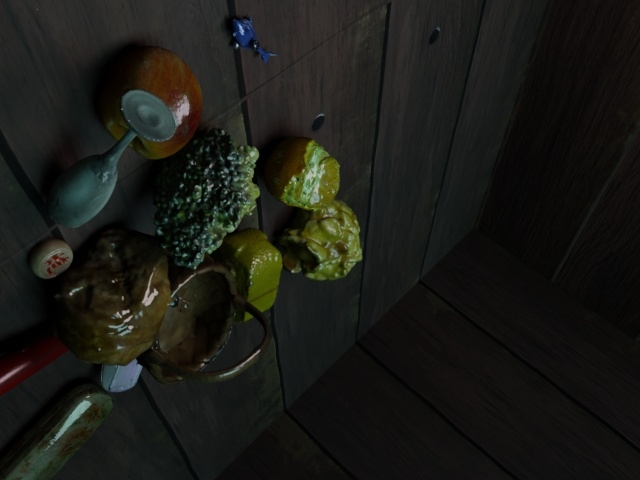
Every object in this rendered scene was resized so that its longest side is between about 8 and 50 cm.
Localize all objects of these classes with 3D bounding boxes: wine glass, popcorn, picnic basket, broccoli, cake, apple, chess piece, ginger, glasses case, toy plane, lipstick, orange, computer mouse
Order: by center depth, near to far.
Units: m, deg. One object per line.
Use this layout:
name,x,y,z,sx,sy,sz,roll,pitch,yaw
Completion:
wine glass,-0.422,-0.194,1.122,0.310,0.264,0.096,-34,-172,38
apple,-0.297,-0.246,1.195,0.195,0.160,0.173,89,23,-65
chess piece,-0.530,0.036,1.299,0.084,0.038,0.083,-41,153,-26
toy plane,-0.138,-0.411,1.355,0.167,0.054,0.062,34,69,-66
lipstick,-0.618,0.253,1.362,0.280,0.073,0.073,-40,157,-52
ginger,-0.428,0.135,1.394,0.269,0.201,0.223,-56,168,-37
broccoli,-0.224,-0.083,1.416,0.288,0.248,0.246,-54,150,4
picnic basket,-0.281,0.219,1.590,0.293,0.337,0.337,-34,151,-40
glasses case,-0.696,0.531,1.642,0.425,0.098,0.156,-47,152,-9
computer mouse,-0.486,0.274,1.690,0.126,0.056,0.245,5,110,-60
orange,-0.057,-0.177,1.697,0.237,0.159,0.179,7,106,-64
cake,-0.211,0.085,1.776,0.156,0.179,0.260,-30,146,-42
popcorn,0.000,0.000,1.992,0.270,0.224,0.258,-46,141,10
